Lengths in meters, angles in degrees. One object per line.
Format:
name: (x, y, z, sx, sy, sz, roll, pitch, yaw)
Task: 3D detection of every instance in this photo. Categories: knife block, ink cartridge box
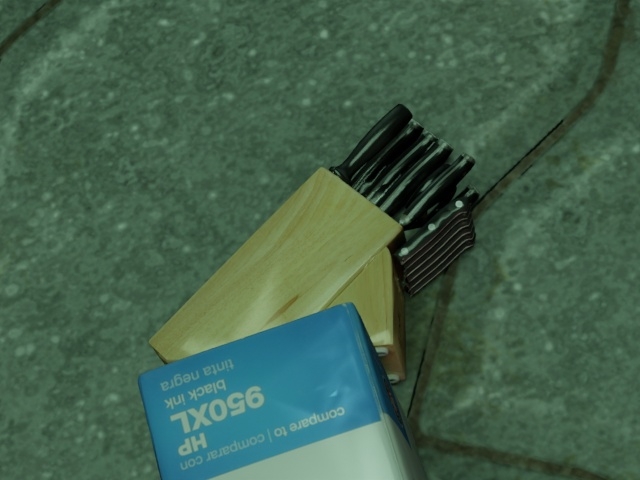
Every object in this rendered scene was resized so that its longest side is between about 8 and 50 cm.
knife block: (0.000, 0.000, 1.347, 0.275, 0.088, 0.242, -5, 64, 8)
ink cartridge box: (0.025, 0.287, 1.095, 0.166, 0.285, 0.395, -19, 63, 3)
